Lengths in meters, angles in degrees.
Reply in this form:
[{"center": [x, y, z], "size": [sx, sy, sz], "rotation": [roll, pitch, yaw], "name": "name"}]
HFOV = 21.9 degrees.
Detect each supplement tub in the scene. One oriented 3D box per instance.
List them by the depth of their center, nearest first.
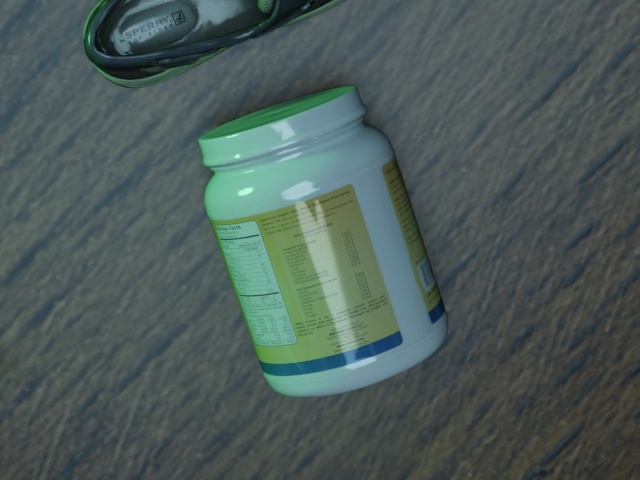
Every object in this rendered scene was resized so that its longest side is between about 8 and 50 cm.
[{"center": [0.000, 0.000, 1.212], "size": [0.144, 0.144, 0.199], "rotation": [-18, 100, 1], "name": "supplement tub"}]

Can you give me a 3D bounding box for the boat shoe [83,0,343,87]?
[{"center": [-0.045, -0.196, 1.201], "size": [0.285, 0.092, 0.103], "rotation": [-27, 100, 3], "name": "boat shoe"}]
